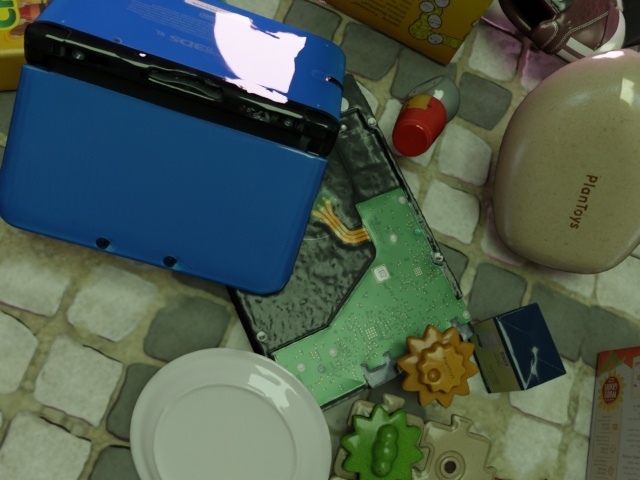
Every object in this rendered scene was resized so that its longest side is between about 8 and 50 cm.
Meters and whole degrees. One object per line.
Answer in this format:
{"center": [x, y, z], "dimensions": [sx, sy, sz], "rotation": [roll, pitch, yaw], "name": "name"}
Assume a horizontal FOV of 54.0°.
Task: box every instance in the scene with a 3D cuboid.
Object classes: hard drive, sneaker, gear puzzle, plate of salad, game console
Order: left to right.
{"center": [-0.140, -0.120, 0.649], "dimensions": [0.293, 0.173, 0.250], "rotation": [17, 44, -10], "name": "game console"}
{"center": [-0.087, 0.197, 0.613], "dimensions": [0.199, 0.048, 0.200], "rotation": [1, 99, 7], "name": "plate of salad"}
{"center": [0.000, 0.000, 0.705], "dimensions": [0.236, 0.064, 0.339], "rotation": [-23, 80, -18], "name": "hard drive"}
{"center": [0.093, 0.251, 0.624], "dimensions": [0.175, 0.044, 0.339], "rotation": [19, 84, -10], "name": "gear puzzle"}
{"center": [0.317, -0.359, 0.833], "dimensions": [0.162, 0.106, 0.281], "rotation": [20, 60, -18], "name": "sneaker"}

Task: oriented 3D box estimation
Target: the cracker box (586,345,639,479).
{"center": [0.363, 0.232, 0.675], "dimensions": [0.067, 0.156, 0.232], "rotation": [18, 72, -8], "name": "cracker box"}

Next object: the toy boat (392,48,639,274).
{"center": [0.242, -0.112, 0.727], "dimensions": [0.318, 0.268, 0.148], "rotation": [20, 39, 11], "name": "toy boat"}

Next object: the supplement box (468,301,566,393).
{"center": [0.216, 0.123, 0.709], "dimensions": [0.056, 0.083, 0.083], "rotation": [-16, 79, -17], "name": "supplement box"}

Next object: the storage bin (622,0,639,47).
{"center": [0.452, -0.330, 0.873], "dimensions": [0.098, 0.135, 0.091], "rotation": [-17, 88, -17], "name": "storage bin"}

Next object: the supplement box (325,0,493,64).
{"center": [0.158, -0.401, 0.698], "dimensions": [0.195, 0.356, 0.194], "rotation": [27, 71, -3], "name": "supplement box"}

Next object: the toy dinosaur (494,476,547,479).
{"center": [0.198, 0.278, 0.697], "dimensions": [0.082, 0.047, 0.090], "rotation": [40, 36, 9], "name": "toy dinosaur"}

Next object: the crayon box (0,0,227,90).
{"center": [-0.273, -0.283, 0.713], "dimensions": [0.318, 0.081, 0.202], "rotation": [-11, 78, -15], "name": "crayon box"}
